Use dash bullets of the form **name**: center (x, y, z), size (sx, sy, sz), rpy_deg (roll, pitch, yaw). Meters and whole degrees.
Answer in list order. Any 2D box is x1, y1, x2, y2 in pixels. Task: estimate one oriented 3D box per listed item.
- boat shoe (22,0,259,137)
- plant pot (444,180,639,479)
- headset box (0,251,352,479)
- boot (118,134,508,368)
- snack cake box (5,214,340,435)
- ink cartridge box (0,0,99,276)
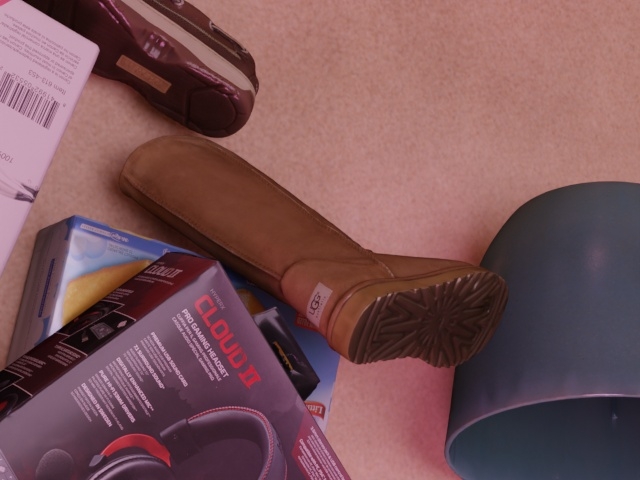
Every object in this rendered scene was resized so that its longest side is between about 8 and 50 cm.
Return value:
- **boat shoe**: center (-0.164, -0.190, 1.394), size (0.257, 0.095, 0.095), rpy_deg (37, 41, -19)
- **plant pot**: center (0.260, 0.088, 1.489), size (0.293, 0.293, 0.235), rpy_deg (19, 59, -28)
- **headset box**: center (-0.132, 0.161, 1.231), size (0.293, 0.110, 0.218), rpy_deg (-36, 108, -20)
- **boot**: center (0.000, 0.000, 1.371), size (0.236, 0.269, 0.089), rpy_deg (7, 113, -53)
- **snack cake box**: center (-0.118, 0.093, 1.361), size (0.264, 0.089, 0.152), rpy_deg (19, 71, -27)
- **ink cartridge box**: center (-0.302, -0.082, 1.271), size (0.172, 0.100, 0.237), rpy_deg (30, 67, -24)
